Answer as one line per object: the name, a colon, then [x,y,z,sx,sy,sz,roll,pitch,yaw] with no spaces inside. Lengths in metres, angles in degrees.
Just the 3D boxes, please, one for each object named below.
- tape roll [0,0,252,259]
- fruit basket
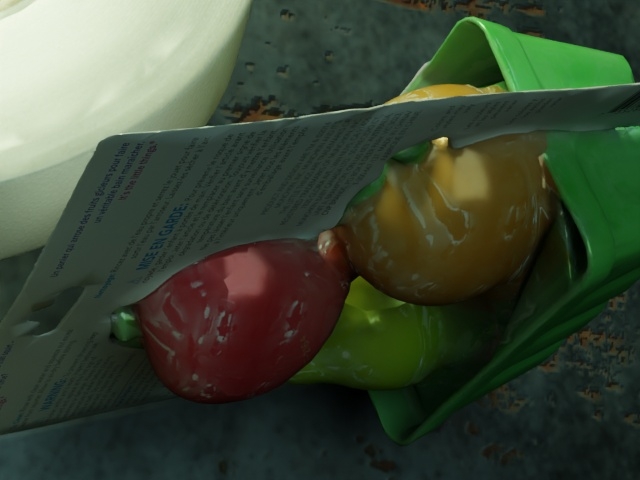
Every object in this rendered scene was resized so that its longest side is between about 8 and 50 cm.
tape roll: [-0.222,-0.162,0.880,0.392,0.072,0.392,7,56,-10]
fruit basket: [0.000,0.000,0.906,0.353,0.327,0.165,-4,64,-27]
